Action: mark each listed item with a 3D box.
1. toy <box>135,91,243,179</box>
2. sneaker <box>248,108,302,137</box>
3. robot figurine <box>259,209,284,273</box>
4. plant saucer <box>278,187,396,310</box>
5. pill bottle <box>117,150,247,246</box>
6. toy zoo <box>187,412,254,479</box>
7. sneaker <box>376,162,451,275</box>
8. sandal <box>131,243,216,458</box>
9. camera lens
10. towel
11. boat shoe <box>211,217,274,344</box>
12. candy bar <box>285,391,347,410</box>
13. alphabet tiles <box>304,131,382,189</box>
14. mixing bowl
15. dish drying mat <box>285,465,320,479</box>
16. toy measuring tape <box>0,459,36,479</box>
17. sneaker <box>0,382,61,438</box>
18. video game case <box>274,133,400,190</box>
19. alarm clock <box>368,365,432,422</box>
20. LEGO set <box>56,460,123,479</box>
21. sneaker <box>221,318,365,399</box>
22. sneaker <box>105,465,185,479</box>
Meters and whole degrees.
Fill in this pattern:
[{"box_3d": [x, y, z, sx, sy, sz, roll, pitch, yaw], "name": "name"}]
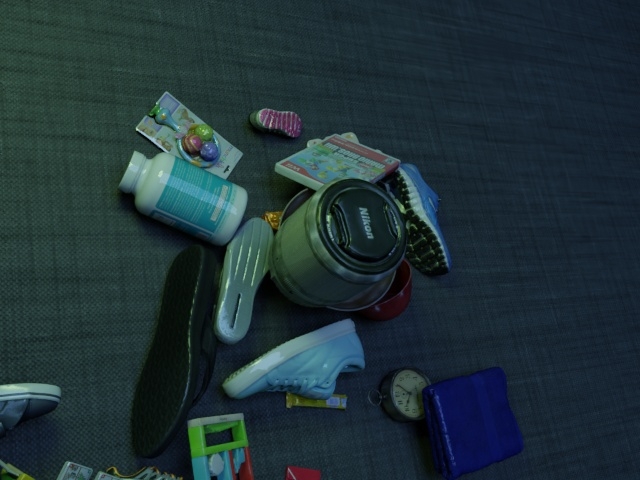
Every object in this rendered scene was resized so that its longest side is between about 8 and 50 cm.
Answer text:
[{"box_3d": [-0.299, -0.243, 1.641, 0.237, 0.056, 0.137, 37, 58, -13], "name": "toy"}, {"box_3d": [-0.118, -0.302, 1.769, 0.170, 0.074, 0.063, 3, 95, -51], "name": "sneaker"}, {"box_3d": [0.000, 0.000, 1.694, 0.291, 0.085, 0.211, -2, 72, -28], "name": "robot figurine"}, {"box_3d": [0.036, 0.020, 1.624, 0.310, 0.050, 0.311, 10, 65, -24], "name": "plant saucer"}, {"box_3d": [-0.304, -0.100, 1.523, 0.264, 0.146, 0.146, 25, 60, -21], "name": "pill bottle"}, {"box_3d": [-0.180, 0.492, 1.354, 0.192, 0.030, 0.293, 26, 50, -68], "name": "toy zoo"}, {"box_3d": [0.281, -0.065, 1.863, 0.147, 0.129, 0.330, -24, 93, -42], "name": "sneaker"}, {"box_3d": [-0.268, 0.221, 1.413, 0.107, 0.167, 0.446, 31, 56, -37], "name": "sandal"}, {"box_3d": [0.031, 0.011, 1.435, 0.219, 0.274, 0.219, 9, 67, -23], "name": "camera lens"}, {"box_3d": [0.372, 0.447, 1.715, 0.308, 0.076, 0.228, -1, 74, -43], "name": "towel"}, {"box_3d": [-0.187, 0.089, 1.544, 0.109, 0.094, 0.302, 28, 61, -22], "name": "boat shoe"}, {"box_3d": [-0.006, 0.366, 1.587, 0.161, 0.018, 0.040, 11, 66, -27], "name": "candy bar"}, {"box_3d": [0.081, -0.157, 1.853, 0.284, 0.021, 0.278, -17, 79, -34], "name": "alphabet tiles"}, {"box_3d": [0.151, 0.133, 1.703, 0.181, 0.181, 0.098, -52, 130, -35], "name": "mixing bowl"}, {"box_3d": [-0.038, 0.514, 1.514, 0.083, 0.008, 0.032, 18, 62, -24], "name": "dish drying mat"}, {"box_3d": [-0.531, 0.432, 1.146, 0.330, 0.121, 0.121, 57, 47, -38], "name": "toy measuring tape"}, {"box_3d": [-0.612, 0.323, 1.184, 0.321, 0.126, 0.127, -3, 67, -20], "name": "sneaker"}, {"box_3d": [0.048, -0.185, 1.715, 0.204, 0.025, 0.285, 26, 34, 21], "name": "video game case"}, {"box_3d": [0.192, 0.373, 1.673, 0.192, 0.064, 0.129, 5, 68, -33], "name": "alarm clock"}, {"box_3d": [-0.423, 0.517, 1.192, 0.182, 0.060, 0.244, 37, 68, -39], "name": "LEGO set"}, {"box_3d": [-0.037, 0.292, 1.527, 0.366, 0.135, 0.150, -19, 76, -35], "name": "sneaker"}, {"box_3d": [-0.314, 0.472, 1.324, 0.214, 0.084, 0.083, 6, 63, -28], "name": "sneaker"}]
